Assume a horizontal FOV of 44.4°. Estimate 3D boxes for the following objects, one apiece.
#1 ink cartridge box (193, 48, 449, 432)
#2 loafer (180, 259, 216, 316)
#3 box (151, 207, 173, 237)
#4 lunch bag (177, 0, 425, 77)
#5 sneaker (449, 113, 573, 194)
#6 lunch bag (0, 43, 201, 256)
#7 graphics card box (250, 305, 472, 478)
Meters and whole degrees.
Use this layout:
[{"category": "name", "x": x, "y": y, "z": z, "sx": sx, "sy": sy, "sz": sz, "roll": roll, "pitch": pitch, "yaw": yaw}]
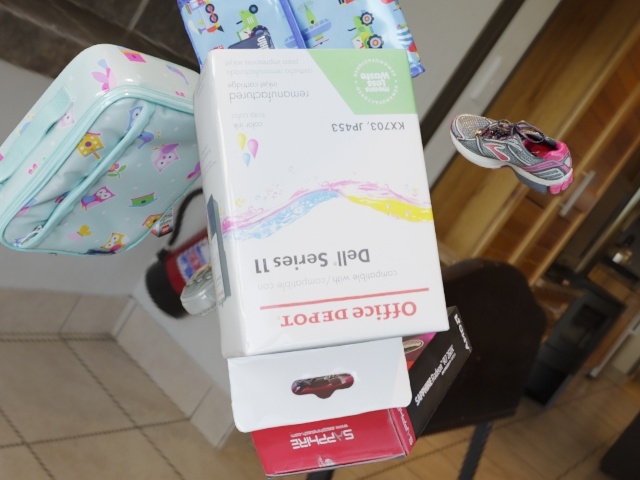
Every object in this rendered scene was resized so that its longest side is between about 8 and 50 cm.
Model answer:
[{"category": "ink cartridge box", "x": 0.000, "y": 0.000, "z": 0.768, "sx": 0.207, "sy": 0.353, "sz": 0.119, "roll": -6, "pitch": -8, "yaw": -19}, {"category": "loafer", "x": -0.104, "y": 0.054, "z": 1.283, "sx": 0.319, "sy": 0.112, "sz": 0.111, "roll": -35, "pitch": 105, "yaw": -52}, {"category": "box", "x": -0.344, "y": -0.103, "z": 1.423, "sx": 0.207, "sy": 0.114, "sz": 0.036, "roll": 32, "pitch": 40, "yaw": 30}, {"category": "lunch bag", "x": -0.039, "y": -0.268, "z": 1.053, "sx": 0.138, "sy": 0.293, "sz": 0.221, "roll": -69, "pitch": 136, "yaw": -79}, {"category": "sneaker", "x": 0.412, "y": -0.214, "z": 1.692, "sx": 0.299, "sy": 0.121, "sz": 0.112, "roll": 29, "pitch": -23, "yaw": 33}, {"category": "lunch bag", "x": -0.259, "y": -0.091, "z": 0.927, "sx": 0.108, "sy": 0.279, "sz": 0.224, "roll": 55, "pitch": 24, "yaw": 21}, {"category": "graphics card box", "x": 0.078, "y": 0.225, "z": 1.220, "sx": 0.371, "sy": 0.232, "sz": 0.094, "roll": -31, "pitch": 101, "yaw": -61}]
